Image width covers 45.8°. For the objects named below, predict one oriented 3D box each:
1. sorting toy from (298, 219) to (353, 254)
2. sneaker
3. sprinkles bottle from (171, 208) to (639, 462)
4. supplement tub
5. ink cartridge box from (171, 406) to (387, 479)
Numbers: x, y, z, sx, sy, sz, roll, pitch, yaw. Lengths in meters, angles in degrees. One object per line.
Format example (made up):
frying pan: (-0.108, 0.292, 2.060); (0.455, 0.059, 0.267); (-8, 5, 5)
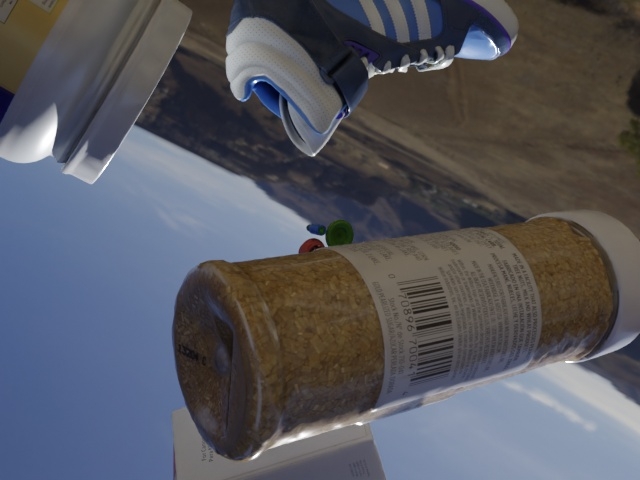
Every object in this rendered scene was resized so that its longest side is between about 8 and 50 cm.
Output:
sorting toy: (0.000, 0.000, 1.183); (0.042, 0.102, 0.061); (14, 135, 56)
sneaker: (0.052, -0.192, 0.838); (0.322, 0.236, 0.130); (18, 175, -21)
sprinkles bottle: (0.081, 0.051, 0.535); (0.355, 0.121, 0.121); (-7, -156, -33)
supplement tub: (-0.314, -0.221, 0.705); (0.331, 0.241, 0.241); (30, -177, -20)
ink cartridge box: (-0.052, 0.317, 0.842); (0.130, 0.271, 0.310); (-108, 2, -58)
